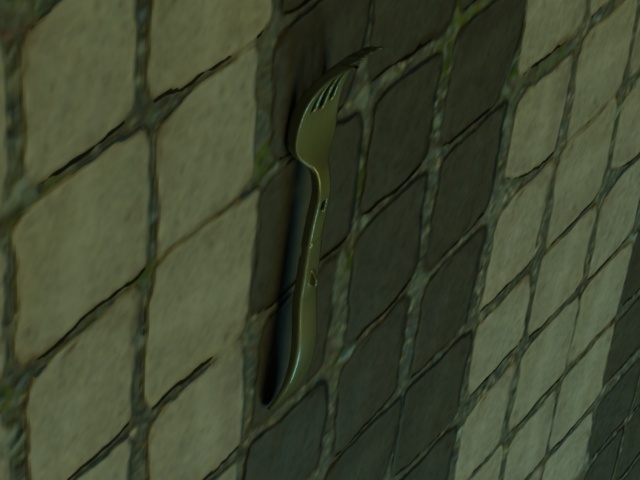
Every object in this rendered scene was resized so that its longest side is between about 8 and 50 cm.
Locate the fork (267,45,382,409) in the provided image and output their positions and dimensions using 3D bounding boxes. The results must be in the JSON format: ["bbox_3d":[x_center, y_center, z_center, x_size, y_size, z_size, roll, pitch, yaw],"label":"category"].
[{"bbox_3d":[-0.006,-0.003,0.940,0.034,0.028,0.219,-48,157,-48],"label":"fork"}]
